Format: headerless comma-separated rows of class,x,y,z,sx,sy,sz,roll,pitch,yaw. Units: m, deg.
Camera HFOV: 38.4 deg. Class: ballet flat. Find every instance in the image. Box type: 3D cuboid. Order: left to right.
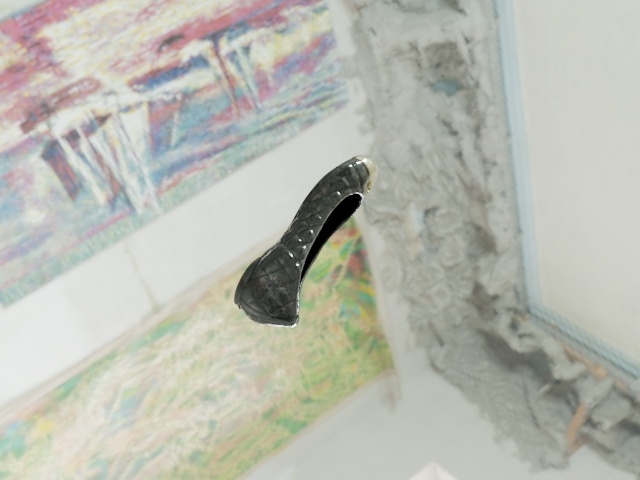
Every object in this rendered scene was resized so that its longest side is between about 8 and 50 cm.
ballet flat,0.000,0.000,0.657,0.049,0.173,0.057,26,-38,15
